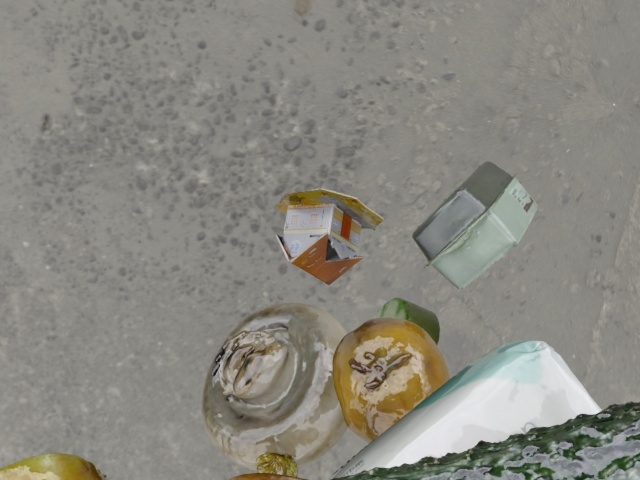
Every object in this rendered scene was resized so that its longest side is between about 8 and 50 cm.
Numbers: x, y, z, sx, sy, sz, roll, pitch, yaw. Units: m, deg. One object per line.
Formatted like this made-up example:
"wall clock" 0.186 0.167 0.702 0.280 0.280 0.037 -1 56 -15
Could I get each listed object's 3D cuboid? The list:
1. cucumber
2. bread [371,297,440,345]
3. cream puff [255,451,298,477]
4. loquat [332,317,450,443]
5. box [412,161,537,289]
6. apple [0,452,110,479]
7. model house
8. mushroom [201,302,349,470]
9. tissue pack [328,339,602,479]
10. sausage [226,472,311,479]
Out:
"cucumber" 0.140 0.175 0.466 0.360 0.096 0.096 -14 95 -4
"bread" 0.193 0.343 1.924 0.129 0.382 0.366 24 111 -12
"cream puff" -0.081 0.423 1.272 0.083 0.083 0.058 30 89 -6
"loquat" 0.120 0.238 1.156 0.193 0.238 0.238 -14 95 5
"box" 0.341 -0.040 1.508 0.166 0.290 0.220 45 124 4
"apple" -0.375 0.419 0.871 0.254 0.179 0.346 39 117 6
"model house" 0.000 0.000 1.357 0.208 0.219 0.135 0 72 30
"mushroom" -0.097 0.285 1.412 0.363 0.362 0.294 -18 137 25
"tissue pack" 0.157 0.284 0.801 0.357 0.266 0.193 -39 77 -1
"sausage" -0.047 0.453 1.152 0.271 0.109 0.108 18 110 -15
